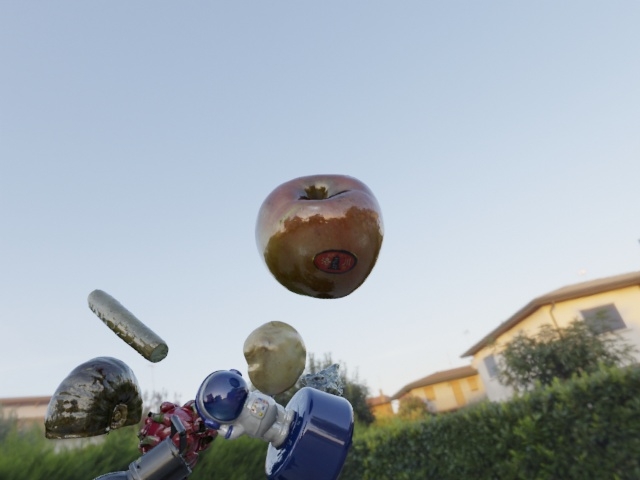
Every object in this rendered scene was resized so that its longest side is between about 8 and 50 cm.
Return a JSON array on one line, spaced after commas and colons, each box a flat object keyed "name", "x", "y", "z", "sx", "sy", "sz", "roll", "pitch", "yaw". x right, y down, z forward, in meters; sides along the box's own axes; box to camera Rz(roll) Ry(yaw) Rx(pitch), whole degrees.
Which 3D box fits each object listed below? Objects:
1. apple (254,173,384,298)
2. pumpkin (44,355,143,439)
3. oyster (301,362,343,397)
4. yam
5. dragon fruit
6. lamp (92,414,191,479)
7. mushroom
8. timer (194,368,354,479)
[{"name": "apple", "x": 0.000, "y": 0.000, "z": 1.121, "sx": 0.338, "sy": 0.338, "sz": 0.305, "roll": -8, "pitch": -59, "yaw": -9}, {"name": "pumpkin", "x": -0.718, "y": 0.490, "z": 1.378, "sx": 0.241, "sy": 0.232, "sz": 0.325, "roll": -6, "pitch": -16, "yaw": 5}, {"name": "oyster", "x": 0.023, "y": 0.484, "z": 1.419, "sx": 0.252, "sy": 0.199, "sz": 0.087, "roll": 24, "pitch": -80, "yaw": -46}, {"name": "yam", "x": -0.569, "y": 0.239, "z": 1.254, "sx": 0.371, "sy": 0.083, "sz": 0.083, "roll": 22, "pitch": -7, "yaw": 35}, {"name": "dragon fruit", "x": -0.430, "y": 0.598, "z": 1.341, "sx": 0.272, "sy": 0.219, "sz": 0.198, "roll": -16, "pitch": -9, "yaw": -2}, {"name": "lamp", "x": -0.379, "y": 0.534, "z": 0.958, "sx": 0.227, "sy": 0.172, "sz": 0.147, "roll": -29, "pitch": 21, "yaw": -26}, {"name": "mushroom", "x": -0.093, "y": 0.239, "z": 0.887, "sx": 0.112, "sy": 0.148, "sz": 0.148, "roll": -4, "pitch": -16, "yaw": 42}, {"name": "timer", "x": -0.137, "y": 0.459, "z": 1.099, "sx": 0.383, "sy": 0.270, "sz": 0.270, "roll": 29, "pitch": -40, "yaw": -9}]
